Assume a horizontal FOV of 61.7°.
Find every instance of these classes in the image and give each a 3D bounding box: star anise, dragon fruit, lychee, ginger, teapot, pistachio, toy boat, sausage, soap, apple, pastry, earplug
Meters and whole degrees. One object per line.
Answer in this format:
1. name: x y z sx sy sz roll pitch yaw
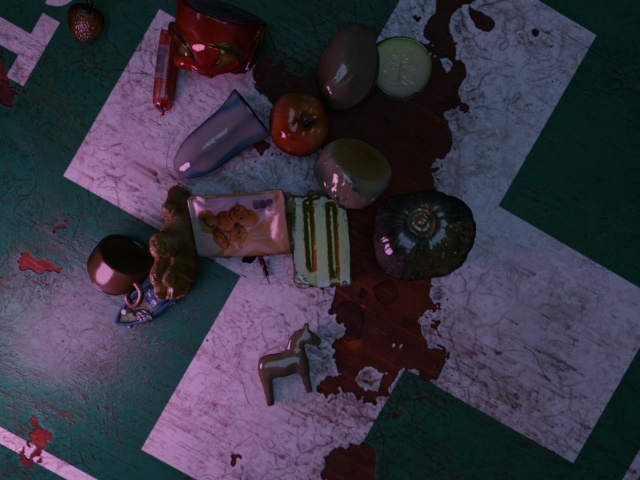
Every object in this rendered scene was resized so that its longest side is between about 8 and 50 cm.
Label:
1. star anise: -0.212 0.052 1.818 0.159 0.144 0.140 -8 46 -8
2. dragon fruit: -0.334 -0.626 1.703 0.306 0.305 0.225 21 118 -2
3. lychee: -0.769 -0.723 1.752 0.114 0.114 0.146 29 110 -2
4. ginger: -0.487 0.001 1.701 0.166 0.236 0.375 -23 79 29
5. teapot: -0.658 0.109 1.739 0.267 0.186 0.175 52 122 17
6. pistachio: 0.095 -0.565 1.752 0.198 0.166 0.287 25 90 9
7. toy boat: -0.578 0.213 1.781 0.238 0.098 0.109 -33 89 -1
8. sausage: -0.513 -0.553 1.782 0.074 0.074 0.273 7 90 -2
9. soap: 0.000 0.000 1.801 0.200 0.091 0.314 -4 92 -1
10. apple: -0.068 -0.381 1.746 0.210 0.164 0.209 0 88 -18
11. pastry: 0.102 -0.221 1.730 0.265 0.264 0.133 37 134 -2
12. earplug: -0.346 -0.323 1.749 0.324 0.185 0.185 -36 92 4

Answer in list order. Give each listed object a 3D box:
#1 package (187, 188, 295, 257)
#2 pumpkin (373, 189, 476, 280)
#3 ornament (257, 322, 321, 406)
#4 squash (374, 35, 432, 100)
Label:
1. package: -0.240 -0.070 1.730 0.312 0.165 0.221 -4 109 10
2. pumpkin: 0.334 -0.013 1.728 0.328 0.257 0.291 1 78 5
3. ornament: -0.099 0.415 1.817 0.231 0.061 0.244 -12 95 -3
4. squash: 0.272 -0.589 1.828 0.220 0.041 0.219 0 86 -2
